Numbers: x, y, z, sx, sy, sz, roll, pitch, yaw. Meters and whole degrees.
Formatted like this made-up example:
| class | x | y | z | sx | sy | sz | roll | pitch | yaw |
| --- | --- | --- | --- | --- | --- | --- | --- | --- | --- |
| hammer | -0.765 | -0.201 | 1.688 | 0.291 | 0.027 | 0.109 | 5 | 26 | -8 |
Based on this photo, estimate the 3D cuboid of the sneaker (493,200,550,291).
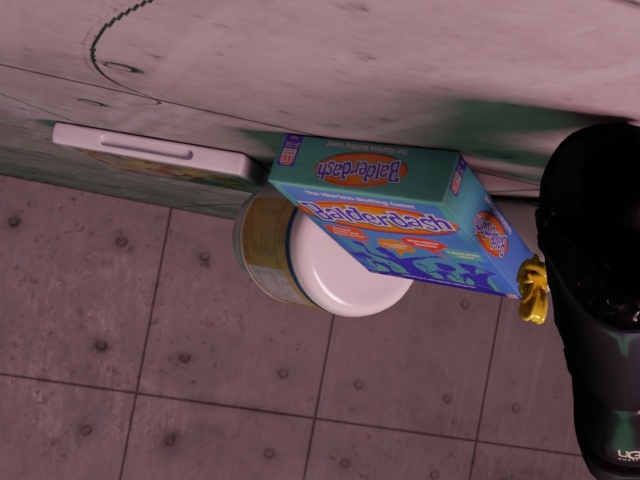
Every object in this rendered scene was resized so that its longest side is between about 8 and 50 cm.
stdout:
| class | x | y | z | sx | sy | sz | roll | pitch | yaw |
| --- | --- | --- | --- | --- | --- | --- | --- | --- | --- |
| sneaker | 0.155 | 0.001 | 1.070 | 0.091 | 0.094 | 0.258 | 6 | -179 | -26 |

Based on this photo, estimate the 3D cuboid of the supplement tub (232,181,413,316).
| class | x | y | z | sx | sy | sz | roll | pitch | yaw |
| --- | --- | --- | --- | --- | --- | --- | --- | --- | --- |
| supplement tub | 0.000 | 0.000 | 1.122 | 0.144 | 0.144 | 0.200 | 11 | 178 | -26 |

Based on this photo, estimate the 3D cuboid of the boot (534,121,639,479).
| class | x | y | z | sx | sy | sz | roll | pitch | yaw |
| --- | --- | --- | --- | --- | --- | --- | --- | --- | --- |
| boot | 0.179 | 0.000 | 0.636 | 0.094 | 0.246 | 0.207 | -4 | 140 | 13 |

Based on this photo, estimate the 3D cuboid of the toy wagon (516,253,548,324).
| class | x | y | z | sx | sy | sz | roll | pitch | yaw |
| --- | --- | --- | --- | --- | --- | --- | --- | --- | --- |
| toy wagon | 0.315 | 0.078 | 0.805 | 0.345 | 0.068 | 0.267 | 21 | -143 | -7 |

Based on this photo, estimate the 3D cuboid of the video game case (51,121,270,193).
| class | x | y | z | sx | sy | sz | roll | pitch | yaw |
| --- | --- | --- | --- | --- | --- | --- | --- | --- | --- |
| video game case | -0.165 | -0.088 | 1.204 | 0.207 | 0.026 | 0.227 | 10 | 178 | 8 |

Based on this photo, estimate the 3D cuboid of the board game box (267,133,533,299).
| class | x | y | z | sx | sy | sz | roll | pitch | yaw |
| --- | --- | --- | --- | --- | --- | --- | --- | --- | --- |
| board game box | 0.075 | -0.017 | 0.908 | 0.160 | 0.047 | 0.210 | 9 | 162 | 32 |
